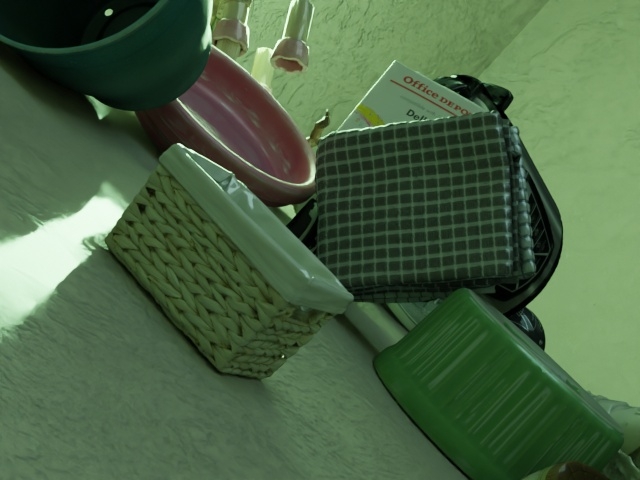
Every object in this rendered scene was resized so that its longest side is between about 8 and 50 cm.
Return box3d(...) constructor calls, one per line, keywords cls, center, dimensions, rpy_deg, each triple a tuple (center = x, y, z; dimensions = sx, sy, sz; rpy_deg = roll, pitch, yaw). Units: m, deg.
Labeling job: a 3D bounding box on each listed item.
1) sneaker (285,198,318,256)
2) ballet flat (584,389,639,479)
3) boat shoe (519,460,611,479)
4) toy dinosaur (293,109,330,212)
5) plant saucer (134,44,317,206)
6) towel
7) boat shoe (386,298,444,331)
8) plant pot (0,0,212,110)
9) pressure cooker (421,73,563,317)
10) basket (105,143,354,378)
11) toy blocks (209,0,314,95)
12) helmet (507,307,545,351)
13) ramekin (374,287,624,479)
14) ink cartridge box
box3d(cls="sneaker", center=(0.000, 0.000, 1.557), dimensions=(0.097, 0.084, 0.235), rpy_deg=(44, 6, 3))
box3d(cls="ballet flat", center=(0.438, 0.305, 1.365), dimensions=(0.147, 0.147, 0.409), rpy_deg=(36, 13, -48))
box3d(cls="boat shoe", center=(0.307, 0.315, 1.188), dimensions=(0.285, 0.089, 0.104), rpy_deg=(36, 52, -34))
box3d(cls="toy dinosaur", center=(-0.081, -0.123, 1.812), dimensions=(0.295, 0.200, 0.127), rpy_deg=(85, 3, -68))
box3d(cls="plant saucer", center=(-0.146, -0.164, 1.509), dimensions=(0.332, 0.084, 0.332), rpy_deg=(39, 21, -18))
box3d(cls="towel", center=(0.132, -0.042, 1.417), dimensions=(0.121, 0.284, 0.235), rpy_deg=(39, 47, -63))
box3d(cls="boat shoe", center=(0.202, 0.144, 1.851), dimensions=(0.227, 0.081, 0.079), rpy_deg=(43, 6, 3))
box3d(cls="plant pot", center=(-0.243, -0.283, 1.252), dimensions=(0.271, 0.272, 0.255), rpy_deg=(45, -6, 19))
box3d(cls="pressure cooker", center=(0.214, -0.075, 1.957), dimensions=(0.420, 0.376, 0.369), rpy_deg=(51, 31, -42))
box3d(cls="basket", center=(-0.075, 0.021, 0.850), dimensions=(0.167, 0.103, 0.113), rpy_deg=(44, 6, 22))
box3d(cls="toy blocks", center=(-0.205, -0.294, 1.875), dimensions=(0.309, 0.260, 0.288), rpy_deg=(16, -17, -15))
box3d(cls="helmet", center=(0.347, 0.191, 2.059), dimensions=(0.169, 0.161, 0.169), rpy_deg=(42, 6, -6))
box3d(cls="ramekin", center=(0.225, 0.197, 1.311), dimensions=(0.303, 0.148, 0.303), rpy_deg=(42, 6, -5))
box3d(cls="ink cartridge box", center=(0.142, -0.143, 1.705), dimensions=(0.207, 0.353, 0.119), rpy_deg=(31, -24, 14))
